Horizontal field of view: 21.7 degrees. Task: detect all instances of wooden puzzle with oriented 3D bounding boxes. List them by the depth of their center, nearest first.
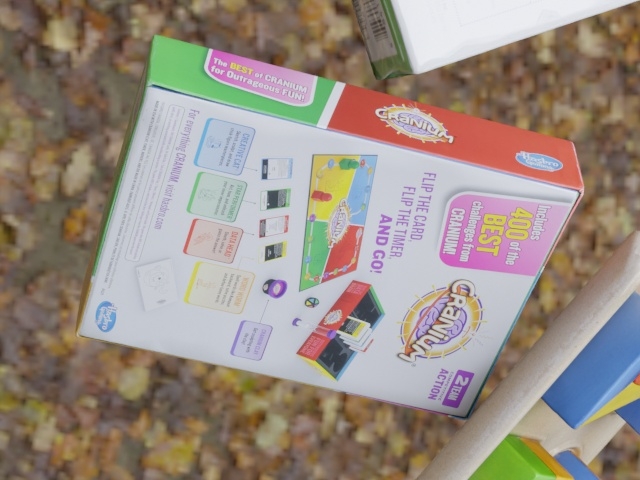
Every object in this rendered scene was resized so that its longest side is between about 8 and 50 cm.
[{"bbox_3d":[0.212,0.154,1.362,0.322,0.080,0.348,-51,157,10],"label":"wooden puzzle"}]

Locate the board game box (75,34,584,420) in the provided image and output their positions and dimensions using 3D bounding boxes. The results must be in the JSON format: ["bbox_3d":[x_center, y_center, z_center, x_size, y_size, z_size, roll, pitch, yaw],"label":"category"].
[{"bbox_3d":[0.000,0.000,1.228,0.064,0.316,0.242,-90,-162,-51],"label":"board game box"}]

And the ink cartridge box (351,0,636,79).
[{"bbox_3d":[0.108,-0.148,0.686,0.209,0.062,0.109,-19,97,-11],"label":"ink cartridge box"}]
